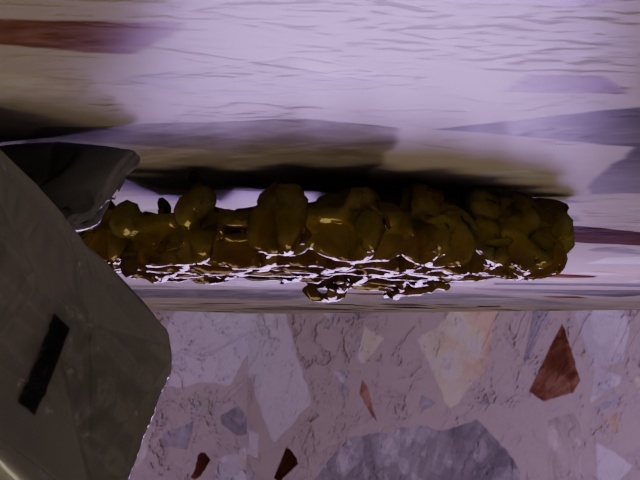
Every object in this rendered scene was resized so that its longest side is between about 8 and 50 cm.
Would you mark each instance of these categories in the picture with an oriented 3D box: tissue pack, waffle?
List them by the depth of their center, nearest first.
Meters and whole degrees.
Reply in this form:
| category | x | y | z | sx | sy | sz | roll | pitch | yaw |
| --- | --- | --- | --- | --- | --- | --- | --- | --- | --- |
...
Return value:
| category | x | y | z | sx | sy | sz | roll | pitch | yaw |
| --- | --- | --- | --- | --- | --- | --- | --- | --- | --- |
| tissue pack | -0.186 | 0.014 | 0.627 | 0.229 | 0.145 | 0.159 | -2 | 142 | 30 |
| waffle | 0.000 | 0.000 | 0.814 | 0.228 | 0.051 | 0.231 | -1 | 175 | 29 |
